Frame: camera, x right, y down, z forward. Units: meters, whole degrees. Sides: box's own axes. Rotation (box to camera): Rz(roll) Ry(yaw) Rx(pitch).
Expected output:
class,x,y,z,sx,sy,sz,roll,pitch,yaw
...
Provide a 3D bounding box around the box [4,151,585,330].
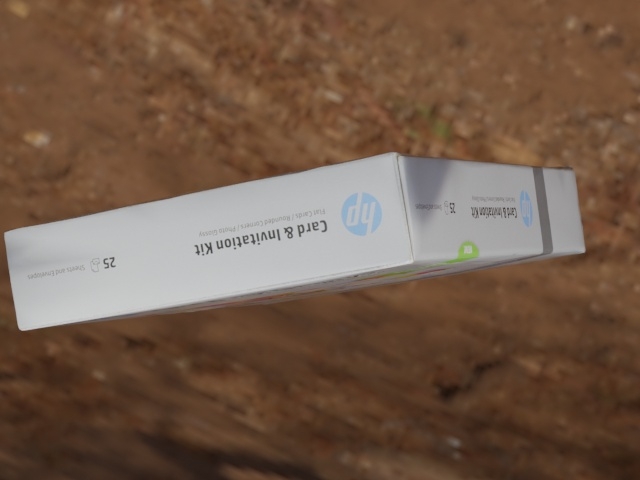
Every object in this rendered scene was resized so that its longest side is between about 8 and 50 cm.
class,x,y,z,sx,sy,sz,roll,pitch,yaw
box,0.000,0.000,0.654,0.145,0.038,0.186,-10,175,24
